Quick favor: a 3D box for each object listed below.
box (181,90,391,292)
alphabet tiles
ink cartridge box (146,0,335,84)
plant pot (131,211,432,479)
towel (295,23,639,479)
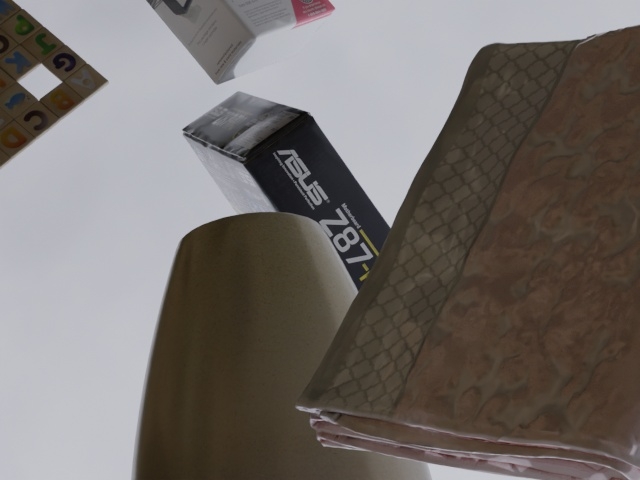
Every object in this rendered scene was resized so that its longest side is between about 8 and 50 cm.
[{"bbox_3d":[0.000,0.000,2.063,0.097,0.318,0.395,-35,-167,-7],"label":"box"},{"bbox_3d":[-0.408,-0.179,2.320,0.237,0.198,0.009,-41,158,-23],"label":"alphabet tiles"},{"bbox_3d":[-0.116,-0.295,2.153,0.158,0.218,0.092,-27,165,-50],"label":"ink cartridge box"},{"bbox_3d":[-0.041,0.125,1.572,0.256,0.256,0.274,-23,-117,35],"label":"plant pot"},{"bbox_3d":[0.153,-0.006,1.213,0.317,0.053,0.332,0,-125,52],"label":"towel"}]
